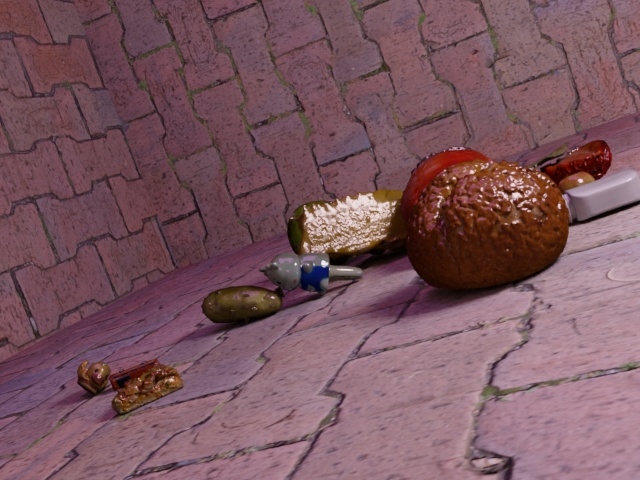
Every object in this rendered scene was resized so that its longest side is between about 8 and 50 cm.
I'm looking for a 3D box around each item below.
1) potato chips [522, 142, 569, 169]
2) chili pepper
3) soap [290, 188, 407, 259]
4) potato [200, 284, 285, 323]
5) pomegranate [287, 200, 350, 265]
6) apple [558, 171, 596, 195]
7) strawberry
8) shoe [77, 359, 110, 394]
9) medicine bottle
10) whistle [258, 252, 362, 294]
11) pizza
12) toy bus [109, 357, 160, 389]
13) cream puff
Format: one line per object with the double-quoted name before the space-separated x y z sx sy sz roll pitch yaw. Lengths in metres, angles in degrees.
"potato chips" 0.551 -0.195 1.966 0.142 0.026 0.209 -26 3 31
"chili pepper" 0.311 -0.097 1.801 0.251 0.229 0.305 -10 6 4
"soap" 0.132 -0.048 1.960 0.304 0.170 0.338 -24 -10 34
"potato" -0.190 0.153 1.882 0.225 0.090 0.117 -9 5 32
"pomegranate" 0.000 0.000 2.258 0.211 0.211 0.263 -27 -36 -47
"apple" 0.582 -0.116 1.772 0.083 0.071 0.084 -22 -2 -1
"strawberry" 0.653 -0.179 1.908 0.174 0.098 0.228 -30 4 -24
"shoe" -0.500 0.296 1.717 0.069 0.072 0.109 -56 -3 -25
"medicine bottle" 0.552 -0.085 1.588 0.183 0.070 0.119 -19 7 8
"whistle" -0.023 0.077 1.839 0.244 0.092 0.110 4 -23 -8
"pizza" -0.318 0.269 1.480 0.134 0.046 0.175 -19 6 14
"toy bus" -0.395 0.286 1.671 0.110 0.031 0.043 -21 13 -7
"cream puff" 0.290 -0.038 1.390 0.302 0.212 0.303 -16 9 3
